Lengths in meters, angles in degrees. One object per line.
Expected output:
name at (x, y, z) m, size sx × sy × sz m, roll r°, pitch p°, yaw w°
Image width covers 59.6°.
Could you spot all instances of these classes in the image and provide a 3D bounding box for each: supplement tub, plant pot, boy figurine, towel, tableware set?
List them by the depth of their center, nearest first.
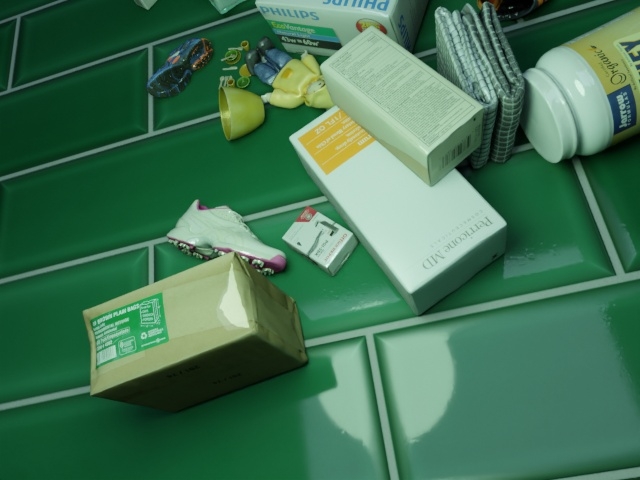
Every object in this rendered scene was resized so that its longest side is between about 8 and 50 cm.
supplement tub at (0.571, -0.308, 1.108) m, size 0.316 × 0.228 × 0.228 m, roll -26°, pitch 62°, yaw 4°
towel at (0.337, -0.330, 1.186) m, size 0.121 × 0.235 × 0.283 m, roll -15°, pitch 65°, yaw 6°
plant pot at (-0.196, -0.325, 1.413) m, size 0.095 × 0.134 × 0.134 m, roll -10°, pitch 62°, yaw -17°
boy figurine at (-0.073, -0.407, 1.423) m, size 0.177 × 0.092 × 0.285 m, roll -44°, pitch 59°, yaw -8°
tableware set at (-0.227, -0.482, 1.537) m, size 0.104 × 0.024 × 0.154 m, roll 2°, pitch 68°, yaw 17°

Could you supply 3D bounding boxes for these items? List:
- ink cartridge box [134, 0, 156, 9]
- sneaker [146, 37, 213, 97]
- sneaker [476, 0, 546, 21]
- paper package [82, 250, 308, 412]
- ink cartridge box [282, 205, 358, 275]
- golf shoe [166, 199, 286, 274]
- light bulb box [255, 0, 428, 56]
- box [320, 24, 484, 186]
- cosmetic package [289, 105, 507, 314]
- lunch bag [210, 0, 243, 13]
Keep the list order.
ink cartridge box at (-0.521, -0.889, 1.647) m, size 0.066 × 0.296 × 0.261 m, roll 32°, pitch 79°, yaw 25°
sneaker at (-0.401, -0.486, 1.570) m, size 0.221 × 0.083 × 0.087 m, roll -44°, pitch 49°, yaw -11°
sneaker at (0.415, -0.659, 1.366) m, size 0.321 × 0.124 × 0.180 m, roll 39°, pitch 82°, yaw 27°
paper package at (-0.230, 0.189, 1.085) m, size 0.325 × 0.309 × 0.168 m, roll -21°, pitch 63°, yaw 8°
ink cartridge box at (0.000, 0.000, 1.241) m, size 0.135 × 0.056 × 0.099 m, roll 32°, pitch 78°, yaw 26°
golf shoe at (-0.206, -0.014, 1.280) m, size 0.306 × 0.115 × 0.140 m, roll 15°, pitch 69°, yaw 21°
light bulb box at (0.085, -0.660, 1.385) m, size 0.358 × 0.225 × 0.361 m, roll 16°, pitch 81°, yaw 22°
box at (0.156, -0.268, 1.095) m, size 0.148 × 0.121 × 0.311 m, roll -39°, pitch 63°, yaw -5°
cosmetic package at (0.153, -0.099, 1.180) m, size 0.230 × 0.161 × 0.453 m, roll -36°, pitch 63°, yaw -1°
lunch bag at (-0.322, -0.824, 1.601) m, size 0.160 × 0.223 × 0.262 m, roll -33°, pitch 61°, yaw -7°
